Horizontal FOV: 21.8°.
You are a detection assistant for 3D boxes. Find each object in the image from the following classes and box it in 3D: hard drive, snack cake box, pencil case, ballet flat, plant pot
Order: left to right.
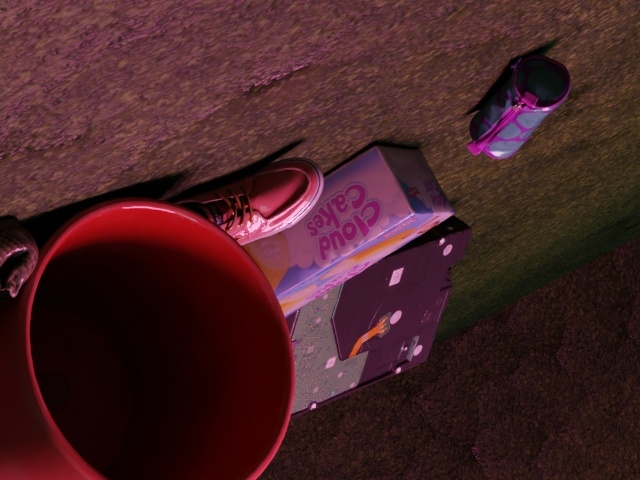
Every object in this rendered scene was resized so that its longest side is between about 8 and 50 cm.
[{"bbox_3d":[-0.338,0.064,1.341,0.250,0.058,0.084,-29,169,-1],"label":"ballet flat"},{"bbox_3d":[-0.198,0.122,1.494,0.275,0.275,0.243,-20,178,-38],"label":"plant pot"},{"bbox_3d":[0.000,0.000,1.826,0.264,0.089,0.152,-32,168,19],"label":"snack cake box"},{"bbox_3d":[0.047,0.100,2.214,0.339,0.064,0.237,-20,135,-44],"label":"hard drive"},{"bbox_3d":[0.209,-0.141,1.767,0.070,0.064,0.151,-42,175,-23],"label":"pencil case"}]

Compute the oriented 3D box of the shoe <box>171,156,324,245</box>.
[{"bbox_3d":[-0.082,-0.025,1.561,0.178,0.063,0.081,-26,175,10],"label":"shoe"}]
